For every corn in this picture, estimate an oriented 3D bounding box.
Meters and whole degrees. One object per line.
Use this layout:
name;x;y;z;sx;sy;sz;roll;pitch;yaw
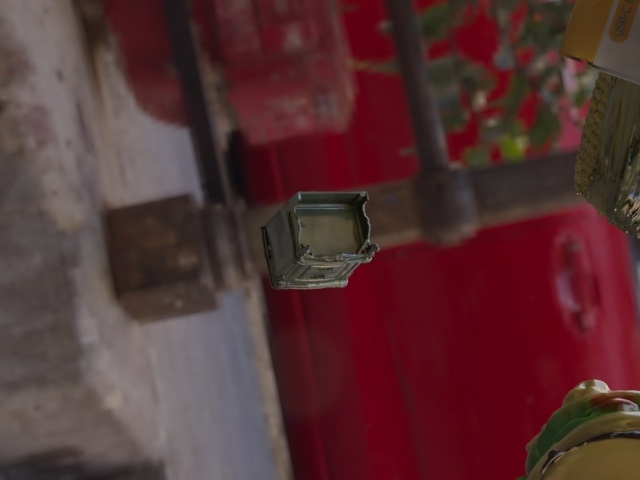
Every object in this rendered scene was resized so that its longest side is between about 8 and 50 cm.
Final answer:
corn;0.316;-0.154;1.693;0.123;0.122;0.305;-99;-158;-64

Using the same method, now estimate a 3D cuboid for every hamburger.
hamburger;0.322;0.252;1.984;0.149;0.237;0.237;-80;160;-62

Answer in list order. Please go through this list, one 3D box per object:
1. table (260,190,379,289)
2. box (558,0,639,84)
table;0.000;0.000;1.700;0.083;0.079;0.062;134;-51;-56
box;0.314;-0.159;1.408;0.033;0.247;0.129;-52;161;-63
